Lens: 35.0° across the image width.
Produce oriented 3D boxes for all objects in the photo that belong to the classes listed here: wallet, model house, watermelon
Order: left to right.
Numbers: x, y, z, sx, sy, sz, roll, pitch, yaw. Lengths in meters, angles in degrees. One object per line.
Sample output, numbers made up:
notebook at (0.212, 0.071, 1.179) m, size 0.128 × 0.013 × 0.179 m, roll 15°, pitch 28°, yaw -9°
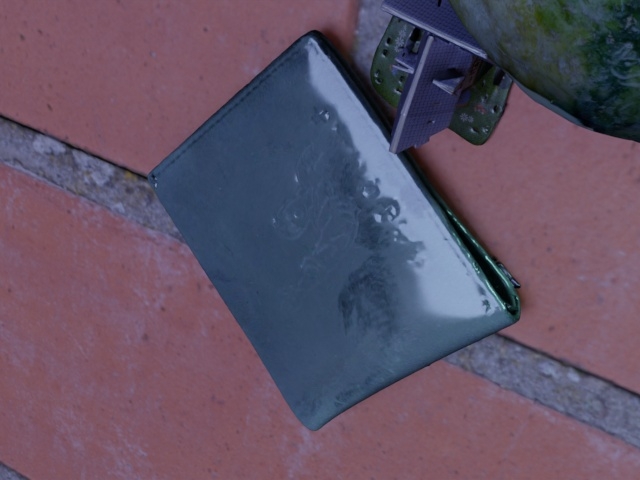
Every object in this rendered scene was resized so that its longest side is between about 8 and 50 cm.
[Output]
wallet at (0.001, 0.000, 0.878) m, size 0.251 × 0.054 × 0.290 m, roll -33°, pitch 89°, yaw 36°
model house at (0.083, -0.143, 0.730) m, size 0.117 × 0.088 × 0.167 m, roll 32°, pitch 126°, yaw 16°
watermelon at (0.218, -0.168, 0.584) m, size 0.305 × 0.180 × 0.224 m, roll 34°, pitch 142°, yaw 11°
